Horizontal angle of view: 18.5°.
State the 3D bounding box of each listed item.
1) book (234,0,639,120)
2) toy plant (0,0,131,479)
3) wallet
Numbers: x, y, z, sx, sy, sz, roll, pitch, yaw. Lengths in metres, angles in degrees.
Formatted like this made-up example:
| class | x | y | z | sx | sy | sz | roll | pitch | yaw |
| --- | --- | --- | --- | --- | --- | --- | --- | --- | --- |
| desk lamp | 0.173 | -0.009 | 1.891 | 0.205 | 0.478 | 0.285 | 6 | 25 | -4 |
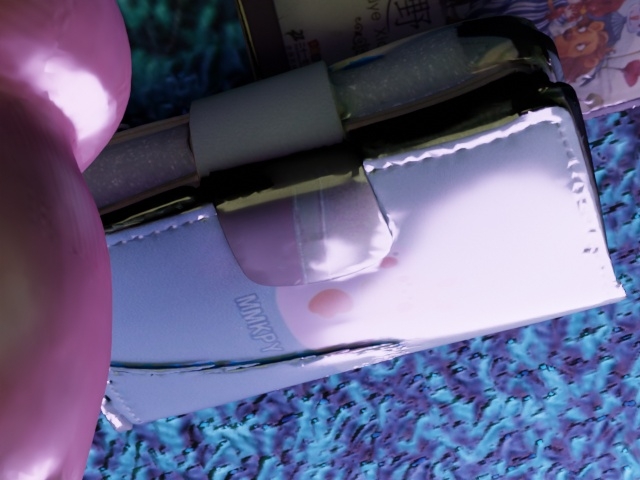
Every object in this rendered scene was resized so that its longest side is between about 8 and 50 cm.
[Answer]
| class | x | y | z | sx | sy | sz | roll | pitch | yaw |
| --- | --- | --- | --- | --- | --- | --- | --- | --- | --- |
| book | 0.080 | -0.108 | 0.862 | 0.231 | 0.026 | 0.157 | -15 | 132 | -1 |
| toy plant | -0.143 | -0.075 | 0.650 | 0.317 | 0.356 | 0.210 | 2 | 155 | -13 |
| wallet | 0.000 | 0.000 | 0.875 | 0.250 | 0.075 | 0.176 | -15 | 140 | 8 |
